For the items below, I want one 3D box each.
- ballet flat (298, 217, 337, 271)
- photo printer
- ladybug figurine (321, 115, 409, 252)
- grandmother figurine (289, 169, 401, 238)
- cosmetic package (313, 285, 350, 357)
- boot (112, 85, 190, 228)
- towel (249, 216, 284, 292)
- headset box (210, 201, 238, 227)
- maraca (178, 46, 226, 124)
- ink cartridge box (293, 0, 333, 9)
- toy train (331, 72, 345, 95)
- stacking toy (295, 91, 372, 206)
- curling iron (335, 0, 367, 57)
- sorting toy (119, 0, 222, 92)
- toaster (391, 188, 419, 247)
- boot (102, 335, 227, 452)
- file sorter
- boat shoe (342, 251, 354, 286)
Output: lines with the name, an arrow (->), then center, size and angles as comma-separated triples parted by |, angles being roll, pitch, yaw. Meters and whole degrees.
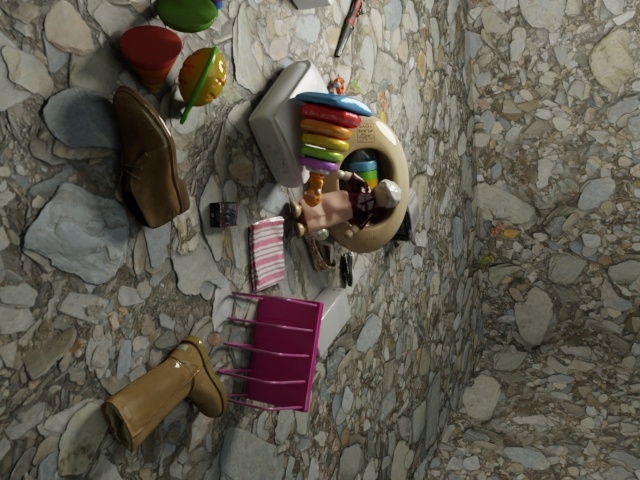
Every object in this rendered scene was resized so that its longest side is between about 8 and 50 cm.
ballet flat -> 0.000, 0.000, 1.980 | 0.091, 0.077, 0.240 | -57, 139, -40
photo printer -> -0.064, -0.341, 1.786 | 0.307, 0.107, 0.256 | -63, 144, -35
ladybug figurine -> 0.124, -0.187, 2.018 | 0.162, 0.305, 0.448 | -140, -132, -72
grandmother figurine -> 0.084, -0.114, 1.890 | 0.343, 0.104, 0.207 | -14, 115, -13
cosmetic package -> 0.008, 0.259, 2.025 | 0.231, 0.086, 0.117 | -45, 131, -47
boot -> -0.364, -0.160, 1.284 | 0.115, 0.112, 0.305 | -43, 133, -37
towel -> -0.147, 0.038, 1.770 | 0.144, 0.029, 0.196 | -21, 112, -58
headset box -> -0.239, -0.066, 1.585 | 0.083, 0.032, 0.062 | -10, 102, -59
maraca -> -0.269, -0.342, 1.388 | 0.185, 0.099, 0.127 | -57, -164, 26
ink cartridge box -> -0.051, -0.807, 1.733 | 0.278, 0.117, 0.201 | 37, 61, -57
toy train -> 0.037, -0.456, 2.020 | 0.166, 0.046, 0.125 | -54, 137, -48
stacking toy -> 0.006, -0.237, 1.683 | 0.175, 0.166, 0.301 | 5, 100, -46
curling iron -> 0.105, -0.716, 2.111 | 0.068, 0.035, 0.273 | 55, 47, -48
sorting toy -> -0.305, -0.445, 1.380 | 0.126, 0.127, 0.365 | 106, 8, -51
toaster -> 0.317, -0.101, 2.485 | 0.146, 0.129, 0.226 | -52, 135, -48
boot -> -0.343, 0.374, 1.415 | 0.269, 0.089, 0.236 | -43, 120, -51
file sorter -> -0.142, 0.286, 1.643 | 0.182, 0.202, 0.290 | 20, 77, -57
boat shoe -> 0.096, 0.103, 2.207 | 0.046, 0.038, 0.125 | -128, -143, -69
